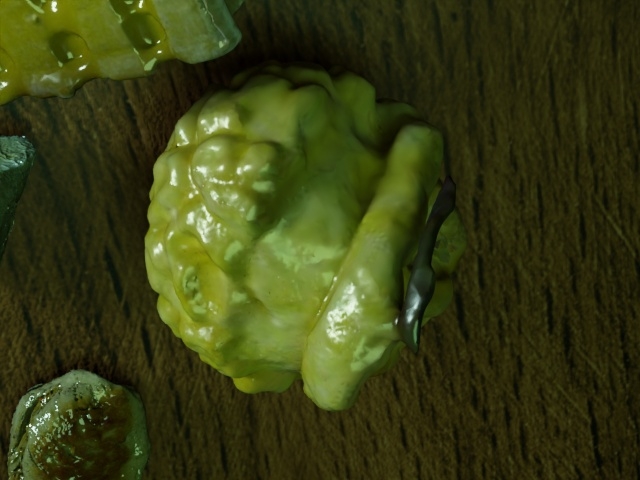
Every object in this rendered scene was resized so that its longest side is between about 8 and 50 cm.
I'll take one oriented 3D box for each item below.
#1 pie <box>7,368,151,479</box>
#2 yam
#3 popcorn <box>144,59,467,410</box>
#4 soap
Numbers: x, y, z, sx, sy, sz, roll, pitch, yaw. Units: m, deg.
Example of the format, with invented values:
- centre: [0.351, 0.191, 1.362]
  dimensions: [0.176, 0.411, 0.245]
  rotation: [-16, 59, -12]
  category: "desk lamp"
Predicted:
- centre: [-0.272, 0.234, 1.604]
  dimensions: [0.163, 0.079, 0.193]
  rotation: [-5, 118, -22]
  category: "pie"
- centre: [-0.357, -0.020, 1.417]
  dimensions: [0.107, 0.107, 0.183]
  rotation: [10, 116, -23]
  category: "yam"
- centre: [0.000, 0.000, 1.407]
  dimensions: [0.349, 0.381, 0.349]
  rotation: [-14, 116, -30]
  category: "popcorn"
- centre: [-0.247, -0.294, 1.206]
  dimensions: [0.293, 0.156, 0.335]
  rotation: [-13, 125, 21]
  category: "soap"
